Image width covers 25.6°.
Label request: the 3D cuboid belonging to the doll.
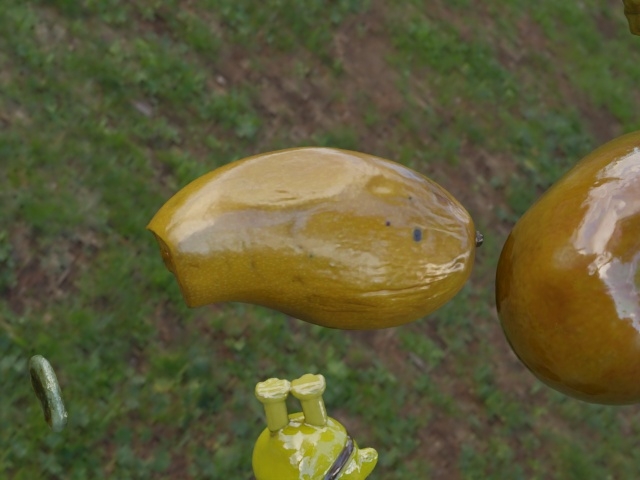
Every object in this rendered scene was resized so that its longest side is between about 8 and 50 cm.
[{"bbox_3d":[-0.006,0.370,2.106,0.145,0.199,0.363,-78,158,-63],"label":"doll"}]

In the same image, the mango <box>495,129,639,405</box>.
[{"bbox_3d":[0.239,0.010,1.076,0.173,0.211,0.317,46,19,-2],"label":"mango"}]

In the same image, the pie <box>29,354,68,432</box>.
[{"bbox_3d":[-0.283,0.161,1.463,0.017,0.085,0.085,-16,58,-24],"label":"pie"}]

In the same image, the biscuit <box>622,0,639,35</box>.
[{"bbox_3d":[0.430,-0.328,1.651,0.174,0.183,0.039,50,23,-45],"label":"biscuit"}]

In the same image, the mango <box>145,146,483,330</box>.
[{"bbox_3d":[-0.001,-0.004,1.461,0.359,0.187,0.144,9,6,-19],"label":"mango"}]
